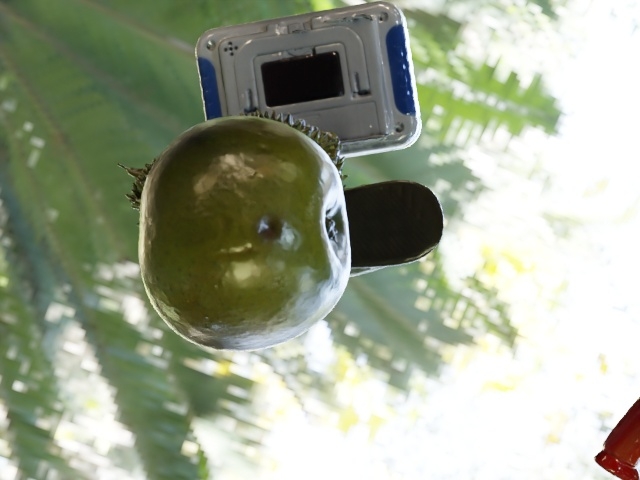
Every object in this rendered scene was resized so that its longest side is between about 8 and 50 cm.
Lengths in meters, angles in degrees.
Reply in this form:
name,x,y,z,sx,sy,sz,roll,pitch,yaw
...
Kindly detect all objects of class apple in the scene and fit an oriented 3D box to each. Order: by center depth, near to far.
name,x,y,z,sx,sy,sz,roll,pitch,yaw
apple,-0.059,-0.004,1.472,0.156,0.196,0.196,-3,-124,16

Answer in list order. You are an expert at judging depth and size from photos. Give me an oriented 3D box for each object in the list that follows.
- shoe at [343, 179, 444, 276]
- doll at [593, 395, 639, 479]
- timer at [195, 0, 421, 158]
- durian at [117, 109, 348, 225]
name,x,y,z,sx,sy,sz,roll,pitch,yaw
shoe,0.000,0.000,1.873,0.098,0.274,0.103,-20,99,-77
doll,0.369,0.064,1.527,0.384,0.099,0.188,-59,-165,10
timer,-0.016,-0.180,2.132,0.078,0.253,0.178,-7,88,-82
durian,-0.083,-0.065,1.738,0.137,0.220,0.095,-106,-176,-45
